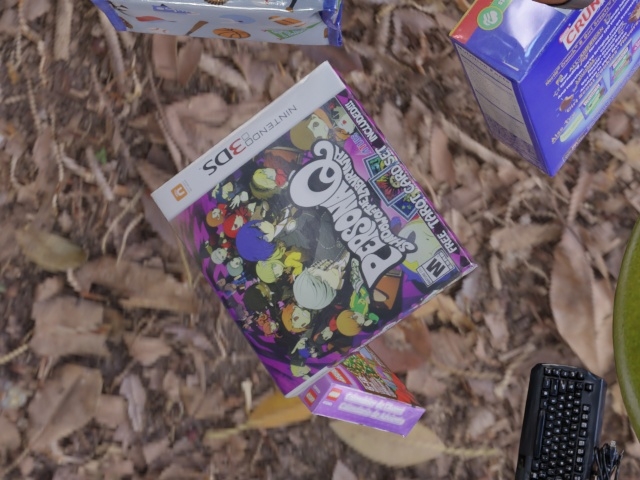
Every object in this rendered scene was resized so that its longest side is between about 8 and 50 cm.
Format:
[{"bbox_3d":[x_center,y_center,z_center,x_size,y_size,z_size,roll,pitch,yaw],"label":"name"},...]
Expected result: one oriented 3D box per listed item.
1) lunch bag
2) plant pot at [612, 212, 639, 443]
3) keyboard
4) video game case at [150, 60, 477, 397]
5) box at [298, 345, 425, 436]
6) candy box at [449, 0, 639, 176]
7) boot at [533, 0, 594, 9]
[{"bbox_3d":[-0.116,-0.469,1.592,0.328,0.239,0.385,6,85,2],"label":"lunch bag"},{"bbox_3d":[0.303,0.092,0.550,0.366,0.366,0.353,-37,137,9],"label":"plant pot"},{"bbox_3d":[0.230,0.212,1.140,0.100,0.038,0.192,6,82,17],"label":"keyboard"},{"bbox_3d":[-0.009,-0.010,1.121,0.210,0.042,0.232,-36,80,10],"label":"video game case"},{"bbox_3d":[0.001,0.165,1.825,0.201,0.293,0.057,20,108,-42],"label":"box"},{"bbox_3d":[0.309,-0.264,1.556,0.122,0.317,0.268,37,86,24],"label":"candy box"},{"bbox_3d":[0.226,-0.371,1.219,0.280,0.096,0.264,3,120,-52],"label":"boot"}]
